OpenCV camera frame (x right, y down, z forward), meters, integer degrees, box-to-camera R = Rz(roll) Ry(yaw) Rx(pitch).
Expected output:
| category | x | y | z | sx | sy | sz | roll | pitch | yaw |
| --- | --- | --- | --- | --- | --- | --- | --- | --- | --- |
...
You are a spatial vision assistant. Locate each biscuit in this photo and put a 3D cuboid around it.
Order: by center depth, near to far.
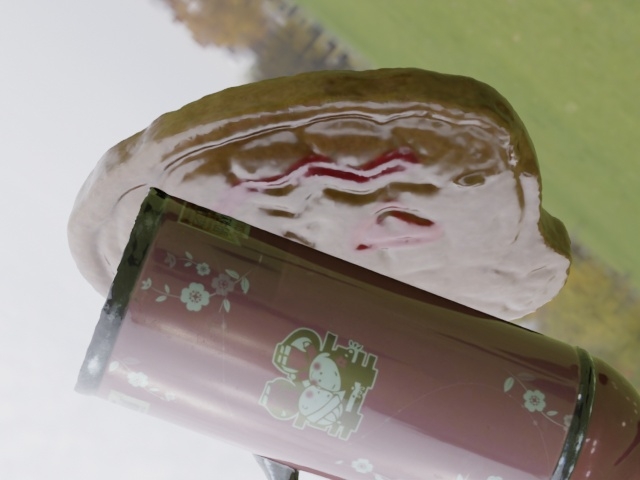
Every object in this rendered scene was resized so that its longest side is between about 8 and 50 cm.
| category | x | y | z | sx | sy | sz | roll | pitch | yaw |
| --- | --- | --- | --- | --- | --- | --- | --- | --- | --- |
| biscuit | 0.000 | 0.001 | 0.934 | 0.257 | 0.273 | 0.049 | 57 | -155 | -48 |

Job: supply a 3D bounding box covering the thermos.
| category | x | y | z | sx | sy | sz | roll | pitch | yaw |
| --- | --- | --- | --- | --- | --- | --- | --- | --- | --- |
| thermos | 0.046 | 0.093 | 0.801 | 0.330 | 0.136 | 0.109 | 20 | 159 | -6 |
